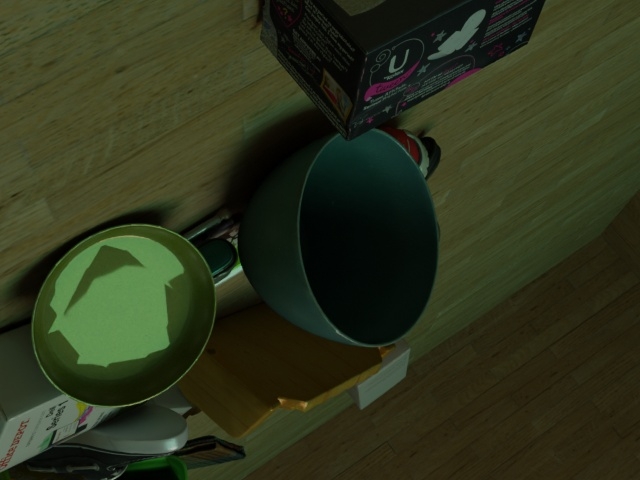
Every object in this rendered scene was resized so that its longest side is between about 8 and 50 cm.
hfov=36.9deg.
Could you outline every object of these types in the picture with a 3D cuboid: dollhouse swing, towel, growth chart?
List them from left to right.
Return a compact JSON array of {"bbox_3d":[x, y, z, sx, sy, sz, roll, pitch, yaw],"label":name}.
[{"bbox_3d":[-0.350,0.431,1.850,0.370,0.040,0.271,-12,163,4],"label":"towel"},{"bbox_3d":[-0.165,0.025,1.400,0.172,0.021,0.237,-34,161,-6],"label":"growth chart"},{"bbox_3d":[-0.106,0.289,1.815,0.347,0.315,0.305,-18,135,-48],"label":"dollhouse swing"}]

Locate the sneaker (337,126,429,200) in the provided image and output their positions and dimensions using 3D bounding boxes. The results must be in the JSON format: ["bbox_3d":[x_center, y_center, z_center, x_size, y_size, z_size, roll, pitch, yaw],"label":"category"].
[{"bbox_3d":[0.034,-0.074,1.460,0.279,0.107,0.118,-45,143,16],"label":"sneaker"}]

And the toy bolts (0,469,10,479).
[{"bbox_3d":[-0.547,0.378,1.329,0.158,0.218,0.228,-30,145,-1],"label":"toy bolts"}]

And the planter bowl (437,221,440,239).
[{"bbox_3d":[0.111,-0.035,1.608,0.162,0.162,0.109,-34,137,-9],"label":"planter bowl"}]

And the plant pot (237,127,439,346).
[{"bbox_3d":[0.000,0.000,1.318,0.195,0.290,0.290,-5,-171,42],"label":"plant pot"}]

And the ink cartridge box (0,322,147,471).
[{"bbox_3d":[-0.350,0.188,1.309,0.278,0.117,0.201,-22,159,-40],"label":"ink cartridge box"}]

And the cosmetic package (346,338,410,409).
[{"bbox_3d":[0.093,0.258,2.253,0.155,0.197,0.365,-36,165,-7],"label":"cosmetic package"}]

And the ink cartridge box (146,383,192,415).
[{"bbox_3d":[-0.330,0.276,1.569,0.176,0.127,0.128,-40,163,9],"label":"ink cartridge box"}]

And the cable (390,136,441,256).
[{"bbox_3d":[0.133,-0.038,1.511,0.139,0.072,0.287,-27,-149,35],"label":"cable"}]

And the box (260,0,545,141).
[{"bbox_3d":[0.085,-0.243,0.941,0.247,0.163,0.142,-30,159,-21],"label":"box"}]

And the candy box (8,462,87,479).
[{"bbox_3d":[-0.456,0.392,1.584,0.206,0.027,0.105,5,-171,37],"label":"candy box"}]

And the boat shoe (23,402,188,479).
[{"bbox_3d":[-0.330,0.313,1.442,0.301,0.102,0.108,-4,-163,19],"label":"boat shoe"}]

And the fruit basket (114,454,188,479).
[{"bbox_3d":[-0.396,0.519,1.607,0.392,0.282,0.392,-7,166,-2],"label":"fruit basket"}]

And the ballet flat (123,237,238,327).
[{"bbox_3d":[-0.206,0.067,1.289,0.213,0.072,0.068,-28,167,-22],"label":"ballet flat"}]

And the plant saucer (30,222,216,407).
[{"bbox_3d":[-0.245,0.090,1.196,0.241,0.037,0.240,-11,111,-30],"label":"plant saucer"}]
